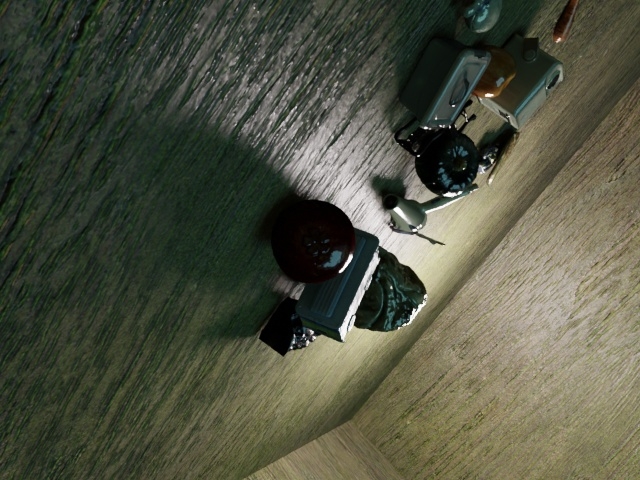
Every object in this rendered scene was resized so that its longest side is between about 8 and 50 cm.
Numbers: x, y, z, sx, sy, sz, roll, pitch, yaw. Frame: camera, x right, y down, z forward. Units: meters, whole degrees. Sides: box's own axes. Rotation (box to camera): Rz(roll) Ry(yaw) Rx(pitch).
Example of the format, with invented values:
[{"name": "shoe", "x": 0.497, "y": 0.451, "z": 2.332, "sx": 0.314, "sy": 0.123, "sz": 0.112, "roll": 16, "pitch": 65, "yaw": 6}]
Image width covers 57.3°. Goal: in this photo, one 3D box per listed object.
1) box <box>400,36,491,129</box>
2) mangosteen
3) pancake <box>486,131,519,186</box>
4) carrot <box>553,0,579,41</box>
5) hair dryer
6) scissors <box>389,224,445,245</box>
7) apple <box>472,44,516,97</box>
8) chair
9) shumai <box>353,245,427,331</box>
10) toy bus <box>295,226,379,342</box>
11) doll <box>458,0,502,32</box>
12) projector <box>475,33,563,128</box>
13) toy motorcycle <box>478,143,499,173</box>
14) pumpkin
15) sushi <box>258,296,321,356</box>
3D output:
[{"name": "box", "x": 0.317, "y": -0.400, "z": 1.492, "sx": 0.162, "sy": 0.130, "sz": 0.227, "roll": -17, "pitch": 142, "yaw": -48}, {"name": "mangosteen", "x": -0.022, "y": -0.001, "z": 1.507, "sx": 0.215, "sy": 0.215, "sz": 0.257, "roll": -45, "pitch": -172, "yaw": -3}, {"name": "pancake", "x": 0.733, "y": -0.327, "z": 2.363, "sx": 0.250, "sy": 0.031, "sz": 0.250, "roll": -54, "pitch": 166, "yaw": -20}, {"name": "carrot", "x": 0.805, "y": -0.739, "z": 1.883, "sx": 0.048, "sy": 0.048, "sz": 0.216, "roll": -31, "pitch": 148, "yaw": -32}, {"name": "hair dryer", "x": 0.324, "y": -0.125, "z": 1.908, "sx": 0.296, "sy": 0.119, "sz": 0.298, "roll": 1, "pitch": 152, "yaw": -46}, {"name": "scissors", "x": 0.347, "y": -0.018, "z": 2.063, "sx": 0.110, "sy": 0.212, "sz": 0.021, "roll": -19, "pitch": 127, "yaw": -48}, {"name": "apple", "x": 0.469, "y": -0.469, "z": 1.635, "sx": 0.146, "sy": 0.131, "sz": 0.146, "roll": -43, "pitch": 160, "yaw": -20}, {"name": "chair", "x": 0.321, "y": -0.322, "z": 1.658, "sx": 0.229, "sy": 0.106, "sz": 0.113, "roll": -45, "pitch": 155, "yaw": 1}, {"name": "shumai", "x": 0.220, "y": 0.134, "z": 2.026, "sx": 0.304, "sy": 0.309, "sz": 0.263, "roll": -7, "pitch": 138, "yaw": 2}, {"name": "toy bus", "x": 0.060, "y": 0.129, "z": 1.766, "sx": 0.190, "sy": 0.152, "sz": 0.312, "roll": 75, "pitch": 39, "yaw": -64}, {"name": "doll", "x": 0.403, "y": -0.565, "z": 1.440, "sx": 0.214, "sy": 0.071, "sz": 0.103, "roll": -20, "pitch": 147, "yaw": -52}, {"name": "projector", "x": 0.605, "y": -0.489, "z": 1.774, "sx": 0.242, "sy": 0.177, "sz": 0.163, "roll": -51, "pitch": 158, "yaw": 8}, {"name": "toy motorcycle", "x": 0.641, "y": -0.312, "z": 2.265, "sx": 0.193, "sy": 0.061, "sz": 0.124, "roll": -20, "pitch": 139, "yaw": -60}, {"name": "pumpkin", "x": 0.392, "y": -0.238, "z": 1.799, "sx": 0.211, "sy": 0.211, "sz": 0.152, "roll": -38, "pitch": -171, "yaw": -18}, {"name": "sushi", "x": -0.073, "y": 0.277, "z": 1.899, "sx": 0.150, "sy": 0.153, "sz": 0.172, "roll": 17, "pitch": 95, "yaw": -42}]
